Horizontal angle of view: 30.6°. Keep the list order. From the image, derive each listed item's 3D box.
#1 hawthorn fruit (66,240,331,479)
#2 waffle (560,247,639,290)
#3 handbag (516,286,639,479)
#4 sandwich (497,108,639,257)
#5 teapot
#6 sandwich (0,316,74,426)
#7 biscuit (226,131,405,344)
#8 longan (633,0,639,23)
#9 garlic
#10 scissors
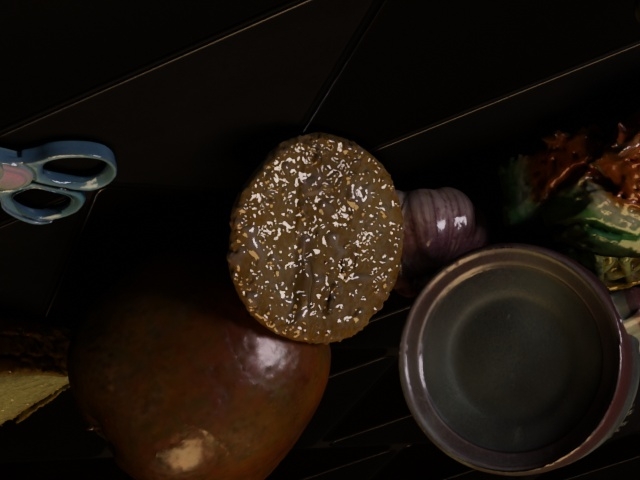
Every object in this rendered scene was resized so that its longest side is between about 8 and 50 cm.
[{"bbox_3d":[-0.114,0.128,1.257,0.301,0.268,0.267,-42,150,-7],"label":"hawthorn fruit"},{"bbox_3d":[0.338,0.035,1.438,0.208,0.054,0.214,-2,171,-33],"label":"waffle"},{"bbox_3d":[0.396,0.194,1.635,0.288,0.152,0.342,-16,139,-12],"label":"handbag"},{"bbox_3d":[0.365,-0.066,1.219,0.250,0.162,0.301,6,148,-37],"label":"sandwich"},{"bbox_3d":[0.278,0.117,1.285,0.315,0.233,0.312,-25,164,19],"label":"teapot"},{"bbox_3d":[-0.430,0.173,1.367,0.251,0.087,0.226,-35,157,34],"label":"sandwich"},{"bbox_3d":[-0.001,0.000,1.167,0.220,0.219,0.033,12,179,-37],"label":"biscuit"},{"bbox_3d":[0.349,-0.214,0.930,0.197,0.196,0.220,-14,146,2],"label":"longan"},{"bbox_3d":[0.118,0.006,1.299,0.147,0.102,0.159,-19,150,7],"label":"garlic"},{"bbox_3d":[-0.314,-0.068,1.065,0.256,0.030,0.125,12,142,-42],"label":"scissors"}]
